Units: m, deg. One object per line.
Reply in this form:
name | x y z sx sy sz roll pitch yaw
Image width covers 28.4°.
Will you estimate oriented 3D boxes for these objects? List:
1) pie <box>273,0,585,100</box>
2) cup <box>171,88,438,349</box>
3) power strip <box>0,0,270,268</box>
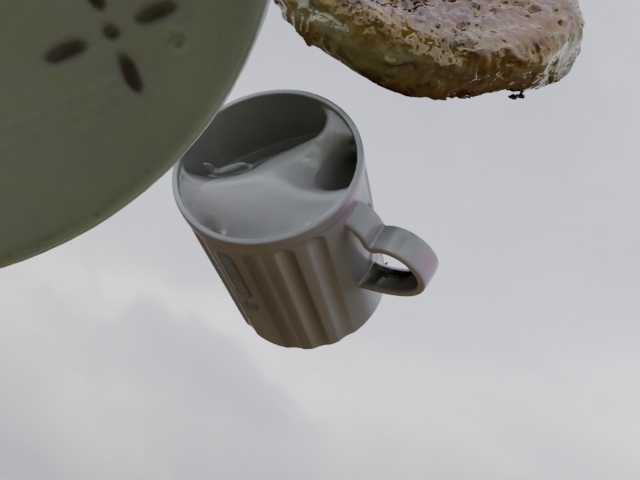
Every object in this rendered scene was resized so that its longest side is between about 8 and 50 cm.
pie | 0.099 -0.227 1.177 0.315 0.315 0.092 16 -54 -1
cup | -0.014 0.006 1.132 0.221 0.167 0.202 53 -10 36
power strip | -0.193 -0.147 0.548 0.357 0.357 0.161 31 16 -37
